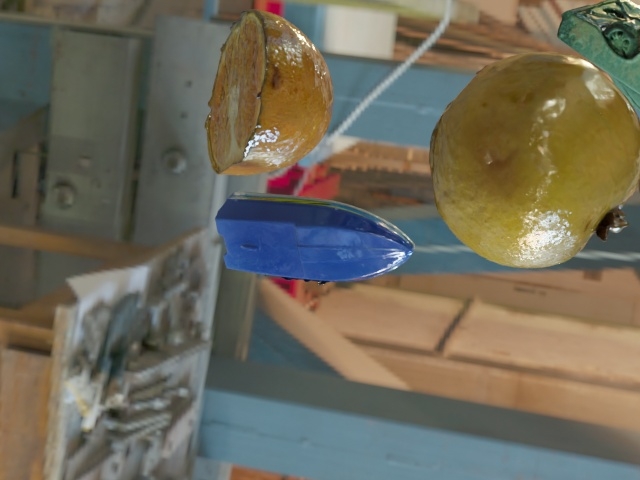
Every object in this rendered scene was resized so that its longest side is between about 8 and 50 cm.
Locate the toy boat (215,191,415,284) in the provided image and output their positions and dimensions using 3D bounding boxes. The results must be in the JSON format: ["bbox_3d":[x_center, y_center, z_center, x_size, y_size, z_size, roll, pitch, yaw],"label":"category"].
[{"bbox_3d":[0.000,0.000,1.668,0.088,0.295,0.129,-47,134,-48],"label":"toy boat"}]

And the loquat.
[{"bbox_3d":[0.207,-0.078,1.115,0.208,0.208,0.208,9,90,-78],"label":"loquat"}]

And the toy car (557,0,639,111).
[{"bbox_3d":[0.441,-0.187,1.393,0.141,0.321,0.097,-22,143,-43],"label":"toy car"}]

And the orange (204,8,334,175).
[{"bbox_3d":[-0.102,-0.231,1.875,0.310,0.274,0.274,51,49,-72],"label":"orange"}]

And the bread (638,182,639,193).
[{"bbox_3d":[0.598,-0.065,1.786,0.140,0.236,0.106,-92,-156,-66],"label":"bread"}]
